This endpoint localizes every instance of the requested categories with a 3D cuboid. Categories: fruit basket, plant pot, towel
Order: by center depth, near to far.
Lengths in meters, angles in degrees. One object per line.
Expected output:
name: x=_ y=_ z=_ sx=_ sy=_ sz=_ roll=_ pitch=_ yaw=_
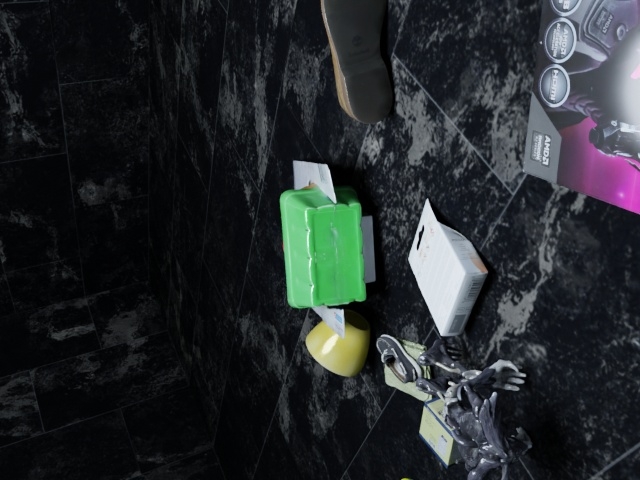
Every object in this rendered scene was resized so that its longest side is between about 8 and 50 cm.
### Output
towel: x=0.162 y=0.240 z=1.212 sx=0.148 sy=0.027 sz=0.110 roll=8 pitch=109 yaw=63
fruit basket: x=0.000 y=0.000 z=1.321 sx=0.353 sy=0.165 sz=0.327 roll=-136 pitch=41 yaw=-79
plant pot: x=0.050 y=0.200 z=1.327 sx=0.134 sy=0.134 sz=0.095 roll=51 pitch=120 yaw=41

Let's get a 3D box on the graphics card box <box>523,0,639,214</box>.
graphics card box: x=0.352 y=-0.126 z=0.562 sx=0.371 sy=0.094 sz=0.233 roll=38 pitch=136 yaw=53

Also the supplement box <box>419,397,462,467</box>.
supplement box: x=0.220 y=0.325 z=1.102 sx=0.083 sy=0.056 sz=0.083 roll=45 pitch=141 yaw=47

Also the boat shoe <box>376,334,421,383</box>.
boat shoe: x=0.135 y=0.219 z=1.181 sx=0.125 sy=0.038 sz=0.046 roll=46 pitch=139 yaw=46

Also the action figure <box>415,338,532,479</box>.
action figure: x=0.239 y=0.249 z=0.936 sx=0.276 sy=0.140 sz=0.164 roll=-124 pitch=30 yaw=-66

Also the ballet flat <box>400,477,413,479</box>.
ballet flat: x=0.197 y=0.506 z=1.218 sx=0.231 sy=0.077 sz=0.077 roll=-22 pitch=82 yaw=64

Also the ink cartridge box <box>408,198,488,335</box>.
ink cartridge box: x=0.201 y=0.042 z=1.040 sx=0.179 sy=0.045 sz=0.146 roll=-104 pitch=17 yaw=-46

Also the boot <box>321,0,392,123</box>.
boot: x=0.046 y=-0.353 z=1.070 sx=0.115 sy=0.112 sz=0.306 roll=-137 pitch=38 yaw=-65
